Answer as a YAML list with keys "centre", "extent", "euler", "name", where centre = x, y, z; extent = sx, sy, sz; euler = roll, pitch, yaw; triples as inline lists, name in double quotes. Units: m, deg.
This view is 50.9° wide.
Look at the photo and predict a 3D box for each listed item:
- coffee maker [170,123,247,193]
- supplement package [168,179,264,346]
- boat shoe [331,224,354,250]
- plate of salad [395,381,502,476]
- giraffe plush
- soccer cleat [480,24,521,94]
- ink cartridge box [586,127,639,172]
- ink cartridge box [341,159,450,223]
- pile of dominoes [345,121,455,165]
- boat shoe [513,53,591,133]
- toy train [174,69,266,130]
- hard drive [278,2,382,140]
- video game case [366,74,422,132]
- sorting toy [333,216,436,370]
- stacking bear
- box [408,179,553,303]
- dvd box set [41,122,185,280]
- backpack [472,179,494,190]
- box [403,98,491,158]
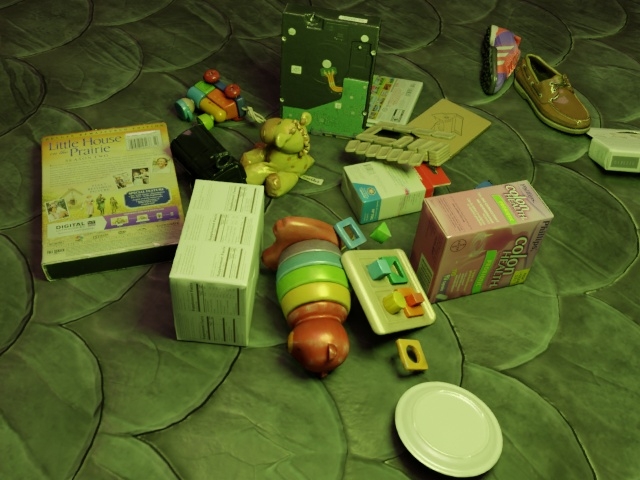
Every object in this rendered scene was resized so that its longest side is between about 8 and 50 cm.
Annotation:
- centre: [-0.260, -0.191, 1.580]
  extent: [0.120, 0.171, 0.178]
  euler: [-22, 54, -36]
  name: "coffee maker"
- centre: [-0.200, 0.044, 1.349]
  extent: [0.145, 0.204, 0.262]
  euler: [6, 47, -1]
  name: "supplement package"
- centre: [-0.001, 0.000, 1.504]
  extent: [0.177, 0.060, 0.064]
  euler: [-20, 52, -22]
  name: "boat shoe"
- centre: [0.230, 0.343, 1.221]
  extent: [0.199, 0.048, 0.200]
  euler: [8, 39, -7]
  name: "plate of salad"
- centre: [-0.091, -0.220, 1.623]
  extent: [0.210, 0.171, 0.182]
  euler: [5, 47, -1]
  name: "giraffe plush"
- centre: [0.550, -0.544, 2.027]
  extent: [0.116, 0.109, 0.318]
  euler: [13, 45, 1]
  name: "soccer cleat"
- centre: [0.859, -0.242, 1.808]
  extent: [0.274, 0.060, 0.239]
  euler: [4, 23, -1]
  name: "ink cartridge box"
- centre: [0.181, -0.131, 1.628]
  extent: [0.230, 0.078, 0.134]
  euler: [-12, 49, -16]
  name: "ink cartridge box"
- centre: [0.194, -0.229, 1.669]
  extent: [0.251, 0.040, 0.196]
  euler: [17, 39, 38]
  name: "pile of dominoes"
- centre: [0.654, -0.419, 1.906]
  extent: [0.110, 0.105, 0.307]
  euler: [-18, 48, -20]
  name: "boat shoe"
- centre: [-0.260, -0.333, 1.766]
  extent: [0.143, 0.105, 0.248]
  euler: [-40, 61, -21]
  name: "toy train"
- centre: [0.017, -0.415, 1.699]
  extent: [0.236, 0.339, 0.064]
  euler: [10, 45, 5]
  name: "hard drive"
- centre: [0.161, -0.391, 1.889]
  extent: [0.206, 0.026, 0.227]
  euler: [13, 48, 15]
  name: "video game case"
- centre: [0.149, 0.094, 1.358]
  extent: [0.196, 0.047, 0.348]
  euler: [-3, 63, -48]
  name: "sorting toy"
- centre: [-0.014, 0.122, 1.335]
  extent: [0.164, 0.175, 0.289]
  euler: [4, 55, -18]
  name: "stacking bear"
- centre: [0.330, 0.005, 1.426]
  extent: [0.242, 0.214, 0.117]
  euler: [-11, 49, -16]
  name: "box"
- centre: [-0.483, -0.106, 1.558]
  extent: [0.307, 0.062, 0.421]
  euler: [-10, 50, -14]
  name: "dvd box set"
- centre: [0.390, -0.058, 1.571]
  extent: [0.101, 0.098, 0.120]
  euler: [-33, 67, -32]
  name: "backpack"
- centre: [0.345, -0.310, 1.847]
  extent: [0.164, 0.021, 0.201]
  euler: [35, 55, 25]
  name: "box"
